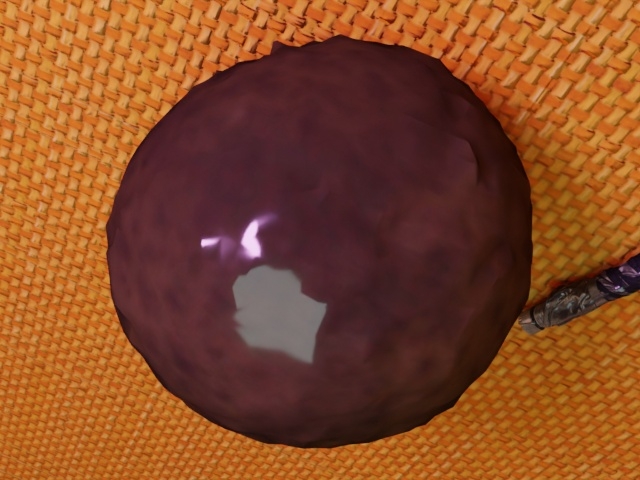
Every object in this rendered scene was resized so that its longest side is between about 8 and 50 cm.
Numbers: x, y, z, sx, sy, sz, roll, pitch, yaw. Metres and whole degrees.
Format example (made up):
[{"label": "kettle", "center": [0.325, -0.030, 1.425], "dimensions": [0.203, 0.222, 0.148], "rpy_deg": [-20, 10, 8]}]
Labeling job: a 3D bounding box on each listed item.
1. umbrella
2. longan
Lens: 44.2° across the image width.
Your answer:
[{"label": "umbrella", "center": [0.309, 0.059, 0.908], "dimensions": [0.050, 0.046, 0.188], "rpy_deg": [44, 132, -17]}, {"label": "longan", "center": [0.000, 0.000, 0.732], "dimensions": [0.390, 0.391, 0.391], "rpy_deg": [8, 131, 9]}]
